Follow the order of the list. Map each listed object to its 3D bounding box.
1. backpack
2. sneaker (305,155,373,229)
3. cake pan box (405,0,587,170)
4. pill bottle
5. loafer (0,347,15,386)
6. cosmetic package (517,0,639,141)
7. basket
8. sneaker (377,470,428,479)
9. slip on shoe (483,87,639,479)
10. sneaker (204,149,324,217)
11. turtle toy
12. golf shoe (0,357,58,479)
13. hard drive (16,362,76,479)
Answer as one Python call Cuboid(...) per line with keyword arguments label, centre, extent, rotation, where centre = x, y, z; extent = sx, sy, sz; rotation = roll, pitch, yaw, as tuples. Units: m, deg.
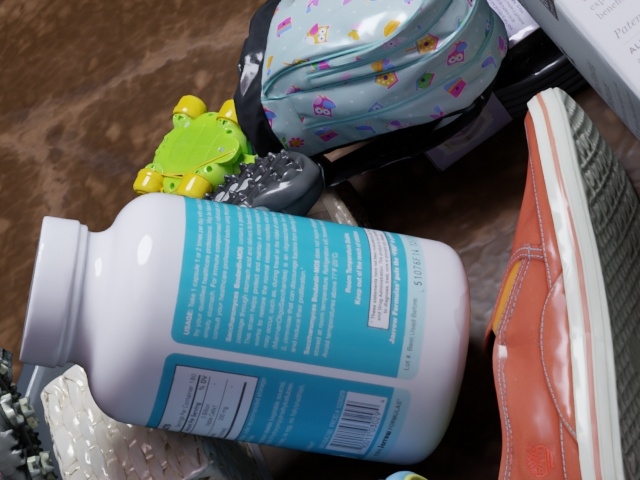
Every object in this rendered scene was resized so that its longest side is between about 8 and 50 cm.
Cuboid(label="backpack", centre=(0.035, -0.129, 1.161), extent=(0.182, 0.115, 0.152), rotation=(-11, 52, 30))
Cuboid(label="sneaker", centre=(0.000, 0.000, 1.211), extent=(0.071, 0.066, 0.188), rotation=(-40, 41, 11))
Cuboid(label="cake pan box", centre=(0.132, -0.207, 1.280), extent=(0.245, 0.070, 0.267), rotation=(-38, 43, 8))
Cuboid(label="pill bottle", centre=(-0.050, 0.052, 1.051), extent=(0.146, 0.264, 0.146), rotation=(-169, 90, -79))
Cuboid(label="loafer", centre=(-0.240, 0.194, 1.235), extent=(0.096, 0.084, 0.268), rotation=(117, 159, -46))
Cuboid(label="cosmetic package", centre=(0.220, -0.171, 1.076), extent=(0.151, 0.151, 0.184), rotation=(-39, 71, 3))
Cuboid(label="basket", centre=(-0.111, 0.150, 1.143), extent=(0.113, 0.103, 0.167), rotation=(-35, 42, 6))
Cuboid(label="sneaker", centre=(0.025, 0.263, 0.928), extent=(0.208, 0.127, 0.319), rotation=(-27, 45, 24))
Cuboid(label="slip on shoe", centre=(0.147, 0.044, 1.036), extent=(0.101, 0.123, 0.331), rotation=(-19, 52, 28))
Cuboid(label="sneaker", centre=(-0.057, 0.018, 1.187), extent=(0.234, 0.106, 0.078), rotation=(-34, 17, 42))
Cuboid(label="turtle toy", centre=(-0.078, -0.057, 1.312), extent=(0.130, 0.066, 0.095), rotation=(10, 64, 40))
Cuboid(label="golf shoe", centre=(-0.223, 0.186, 1.095), extent=(0.120, 0.105, 0.273), rotation=(-20, 83, -2))
Cuboid(label="hard drive", centre=(-0.188, 0.132, 1.219), extent=(0.022, 0.094, 0.135), rotation=(-8, 52, 33))
